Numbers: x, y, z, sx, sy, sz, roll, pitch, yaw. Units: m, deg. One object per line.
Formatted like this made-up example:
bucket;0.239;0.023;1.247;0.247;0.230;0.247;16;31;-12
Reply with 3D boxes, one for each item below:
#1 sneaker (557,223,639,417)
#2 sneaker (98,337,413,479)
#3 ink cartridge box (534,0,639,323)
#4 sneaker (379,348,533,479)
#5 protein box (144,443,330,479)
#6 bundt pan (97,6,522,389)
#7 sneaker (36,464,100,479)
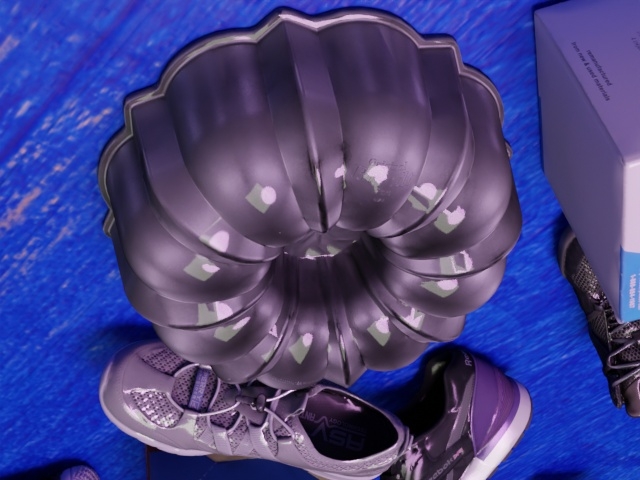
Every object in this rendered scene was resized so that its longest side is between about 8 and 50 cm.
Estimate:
sneaker;0.283;0.072;0.819;0.087;0.130;0.227;-22;134;7
sneaker;-0.049;0.139;0.790;0.281;0.105;0.115;15;156;-17
ink cartridge box;0.290;-0.082;0.627;0.233;0.168;0.171;-16;137;3
sneaker;0.088;0.238;0.912;0.124;0.107;0.283;33;84;-29
protein box;-0.073;0.281;0.941;0.200;0.136;0.201;-5;136;-9
bundt pan;0.000;0.000;0.678;0.331;0.124;0.330;-7;137;-6
sneaker;-0.307;0.347;0.985;0.153;0.101;0.268;-4;130;-8
